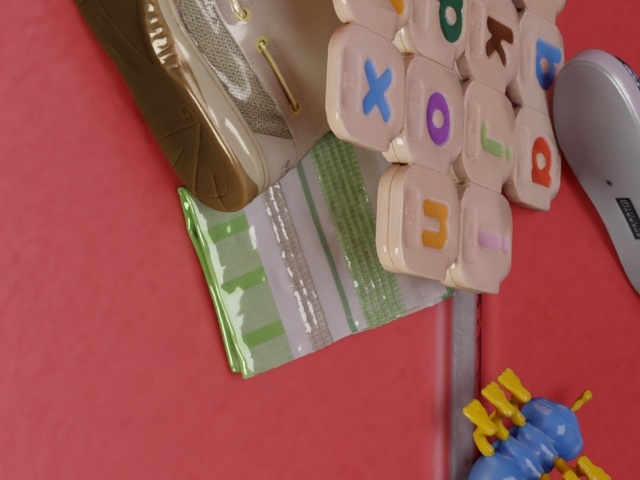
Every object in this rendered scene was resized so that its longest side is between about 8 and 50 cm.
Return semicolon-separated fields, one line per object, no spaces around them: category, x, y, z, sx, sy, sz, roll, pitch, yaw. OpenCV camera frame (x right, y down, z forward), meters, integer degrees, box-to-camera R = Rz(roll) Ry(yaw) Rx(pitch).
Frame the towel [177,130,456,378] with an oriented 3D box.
towel;0.000;0.000;1.044;0.152;0.023;0.113;-20;95;-30

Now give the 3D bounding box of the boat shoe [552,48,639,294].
boat shoe;0.202;-0.051;1.149;0.083;0.065;0.183;-45;124;-32

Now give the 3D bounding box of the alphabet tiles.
alphabet tiles;0.072;-0.117;1.032;0.278;0.021;0.284;13;78;-60

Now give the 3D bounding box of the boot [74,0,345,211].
boot;-0.039;-0.143;0.996;0.165;0.077;0.213;-34;104;-33

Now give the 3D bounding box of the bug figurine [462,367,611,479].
bug figurine;0.145;0.219;1.055;0.216;0.072;0.279;-34;79;-31
